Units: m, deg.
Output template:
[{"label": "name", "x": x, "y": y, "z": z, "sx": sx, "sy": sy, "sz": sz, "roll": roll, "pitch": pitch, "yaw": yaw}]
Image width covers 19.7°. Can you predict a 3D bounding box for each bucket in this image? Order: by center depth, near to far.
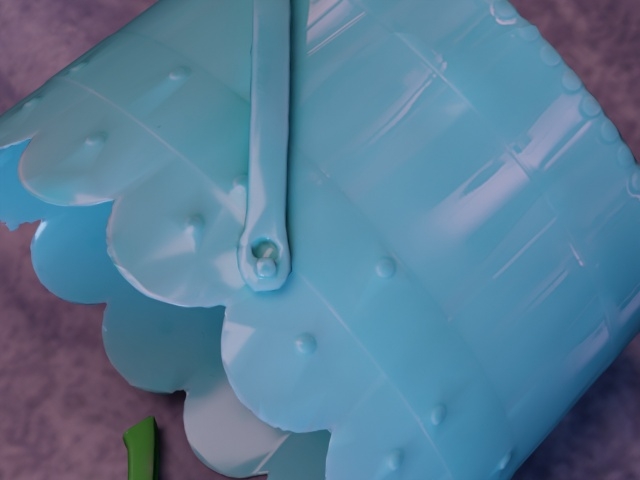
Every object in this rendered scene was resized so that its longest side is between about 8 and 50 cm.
[{"label": "bucket", "x": 0.000, "y": 0.000, "z": 0.780, "sx": 0.183, "sy": 0.281, "sz": 0.281, "roll": -43, "pitch": 56, "yaw": -13}]

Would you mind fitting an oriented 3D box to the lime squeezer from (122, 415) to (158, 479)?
[{"label": "lime squeezer", "x": -0.044, "y": 0.215, "z": 0.807, "sx": 0.110, "sy": 0.059, "sz": 0.310, "roll": -20, "pitch": 49, "yaw": -28}]
